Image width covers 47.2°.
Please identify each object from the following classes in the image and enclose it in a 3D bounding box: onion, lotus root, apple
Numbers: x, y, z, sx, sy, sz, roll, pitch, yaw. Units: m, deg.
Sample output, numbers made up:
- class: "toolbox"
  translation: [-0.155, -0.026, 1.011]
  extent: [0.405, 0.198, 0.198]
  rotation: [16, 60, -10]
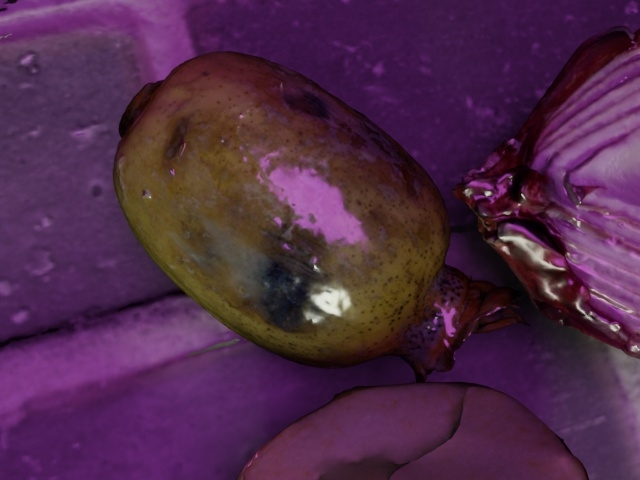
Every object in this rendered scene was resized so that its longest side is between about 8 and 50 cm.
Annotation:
- class: "onion"
  translation: [0.204, -0.023, 0.477]
  extent: [0.284, 0.120, 0.227]
  rotation: [-1, 75, -15]
- class: "lotus root"
  translation: [-0.001, 0.001, 0.438]
  extent: [0.278, 0.154, 0.154]
  rotation: [36, 76, 1]
- class: "apple"
  translation: [0.049, 0.181, 0.395]
  extent: [0.189, 0.174, 0.207]
  rotation: [-3, 80, 13]
